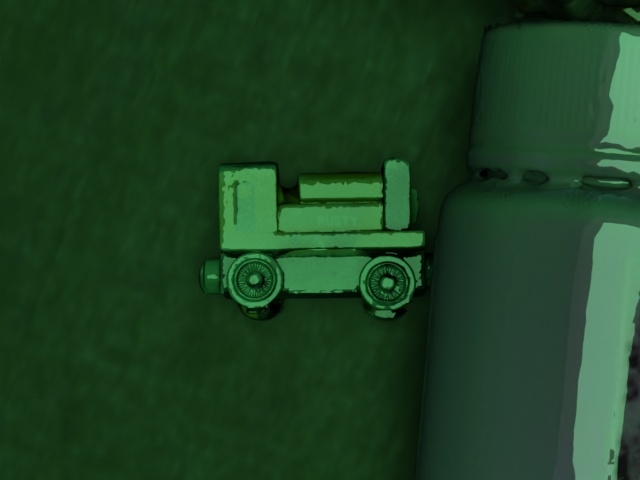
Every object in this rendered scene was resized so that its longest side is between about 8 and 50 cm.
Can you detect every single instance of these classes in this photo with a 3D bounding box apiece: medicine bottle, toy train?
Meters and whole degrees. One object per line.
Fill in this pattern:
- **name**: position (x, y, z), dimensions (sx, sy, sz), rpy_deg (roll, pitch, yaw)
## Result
- **medicine bottle**: position (0.125, 0.034, 0.628), dimensions (0.152, 0.152, 0.254), rpy_deg (6, 91, -1)
- **toy train**: position (0.000, 0.000, 0.679), dimensions (0.122, 0.050, 0.081), rpy_deg (-2, 84, 1)

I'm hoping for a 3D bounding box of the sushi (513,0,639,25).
- **sushi**: position (0.142, -0.293, 0.606), dimensions (0.418, 0.176, 0.417), rpy_deg (0, 91, 0)
